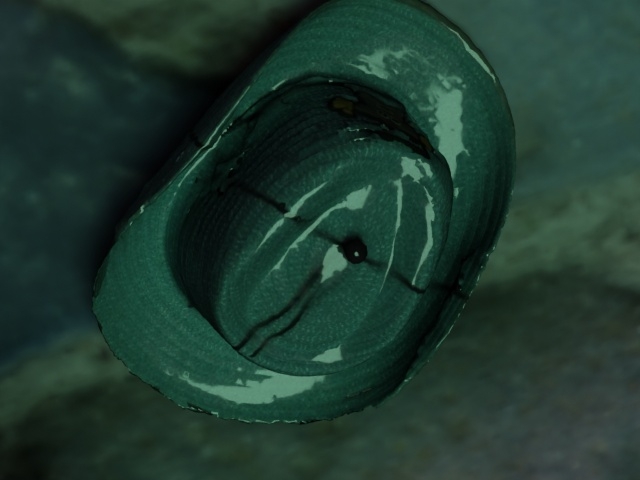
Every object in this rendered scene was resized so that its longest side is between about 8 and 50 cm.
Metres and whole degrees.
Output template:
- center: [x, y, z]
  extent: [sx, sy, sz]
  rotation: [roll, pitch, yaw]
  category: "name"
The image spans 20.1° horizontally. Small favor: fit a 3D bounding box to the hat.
- center: [0.000, 0.000, 0.687]
  extent: [0.138, 0.078, 0.191]
  rotation: [28, 102, -23]
  category: "hat"
